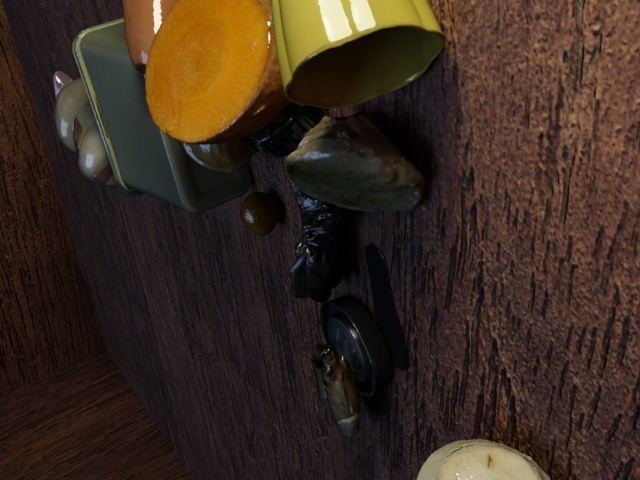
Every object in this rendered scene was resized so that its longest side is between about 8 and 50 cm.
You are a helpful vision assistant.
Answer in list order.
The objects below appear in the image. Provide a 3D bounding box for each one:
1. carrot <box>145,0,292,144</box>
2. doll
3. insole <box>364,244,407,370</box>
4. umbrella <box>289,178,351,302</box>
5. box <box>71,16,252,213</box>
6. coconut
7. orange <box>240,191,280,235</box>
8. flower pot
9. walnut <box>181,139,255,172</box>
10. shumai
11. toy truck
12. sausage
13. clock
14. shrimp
[{"bbox_3d":[-0.150,-0.266,1.368,0.307,0.100,0.258,-12,73,42],"label":"carrot"},{"bbox_3d":[-0.498,-0.249,2.140,0.370,0.215,0.226,34,109,44],"label":"doll"},{"bbox_3d":[0.106,0.110,1.478,0.080,0.003,0.232,24,133,56],"label":"insole"},{"bbox_3d":[0.000,0.000,1.464,0.122,0.110,0.272,-82,-2,-45],"label":"umbrella"},{"bbox_3d":[-0.312,-0.255,1.801,0.344,0.177,0.352,22,131,54],"label":"box"},{"bbox_3d":[0.218,0.403,1.268,0.224,0.224,0.234,51,151,29],"label":"coconut"},{"bbox_3d":[-0.112,-0.049,1.691,0.085,0.085,0.085,46,150,37],"label":"orange"},{"bbox_3d":[0.029,-0.276,1.072,0.195,0.195,0.179,132,125,-65],"label":"flower pot"},{"bbox_3d":[-0.177,-0.199,1.601,0.166,0.149,0.166,-14,-90,-81],"label":"walnut"},{"bbox_3d":[0.053,-0.116,1.249,0.201,0.201,0.120,145,141,-66],"label":"shumai"},{"bbox_3d":[-0.113,-0.232,1.441,0.259,0.121,0.088,48,-172,33],"label":"toy truck"},{"bbox_3d":[-0.274,-0.419,1.531,0.121,0.121,0.304,164,102,-66],"label":"sausage"},{"bbox_3d":[0.061,0.183,1.590,0.184,0.040,0.184,50,154,36],"label":"clock"},{"bbox_3d":[0.024,0.245,1.611,0.145,0.059,0.254,-124,14,-50],"label":"shrimp"}]
